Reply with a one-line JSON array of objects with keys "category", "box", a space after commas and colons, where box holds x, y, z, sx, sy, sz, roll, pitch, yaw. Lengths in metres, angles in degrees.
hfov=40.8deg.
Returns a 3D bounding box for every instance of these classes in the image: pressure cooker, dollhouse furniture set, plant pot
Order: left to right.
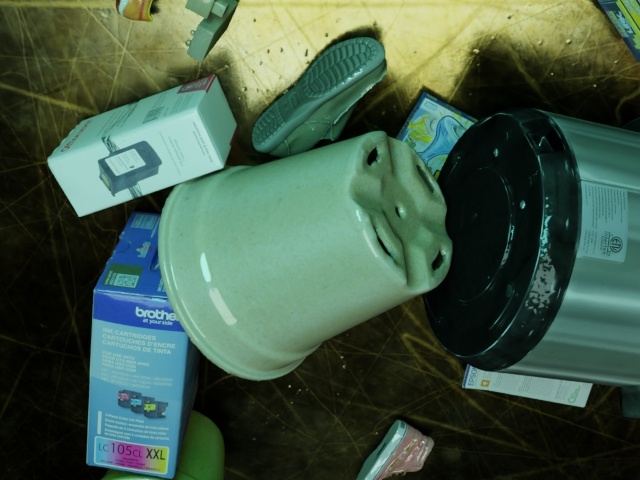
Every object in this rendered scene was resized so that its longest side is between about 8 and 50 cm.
[{"category": "plant pot", "box": [-0.276, 0.442, 1.535, 0.276, 0.254, 0.276, 2, 118, 3]}, {"category": "dollhouse furniture set", "box": [-0.171, -0.366, 1.195, 0.123, 0.144, 0.151, 28, 130, -6]}, {"category": "plant pot", "box": [0.000, 0.000, 1.204, 0.306, 0.333, 0.334, -22, 116, 36]}, {"category": "pressure cooker", "box": [0.394, 0.027, 1.208, 0.421, 0.375, 0.369, 8, 118, -18]}]

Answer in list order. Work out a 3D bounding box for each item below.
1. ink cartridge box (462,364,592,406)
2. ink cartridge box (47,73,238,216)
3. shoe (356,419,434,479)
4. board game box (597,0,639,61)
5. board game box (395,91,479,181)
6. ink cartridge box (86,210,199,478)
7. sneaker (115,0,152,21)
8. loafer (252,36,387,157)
[{"category": "ink cartridge box", "box": [0.373, 0.172, 1.481, 0.224, 0.045, 0.223, 10, 117, -1]}, {"category": "ink cartridge box", "box": [-0.258, -0.144, 1.280, 0.237, 0.172, 0.100, -17, 115, 11]}, {"category": "shoe", "box": [0.137, 0.420, 1.608, 0.081, 0.063, 0.178, 29, 111, -6]}, {"category": "board game box", "box": [0.450, -0.356, 1.177, 0.141, 0.048, 0.170, -43, 109, -7]}, {"category": "board game box", "box": [0.214, -0.126, 1.343, 0.201, 0.035, 0.136, 25, 115, -10]}, {"category": "ink cartridge box", "box": [-0.264, 0.133, 1.367, 0.151, 0.270, 0.395, 7, 117, -3]}, {"category": "sneaker", "box": [-0.239, -0.397, 1.224, 0.067, 0.064, 0.175, 10, 123, -27]}, {"category": "loafer", "box": [0.008, -0.207, 1.293, 0.251, 0.094, 0.087, -34, 135, 28]}]
